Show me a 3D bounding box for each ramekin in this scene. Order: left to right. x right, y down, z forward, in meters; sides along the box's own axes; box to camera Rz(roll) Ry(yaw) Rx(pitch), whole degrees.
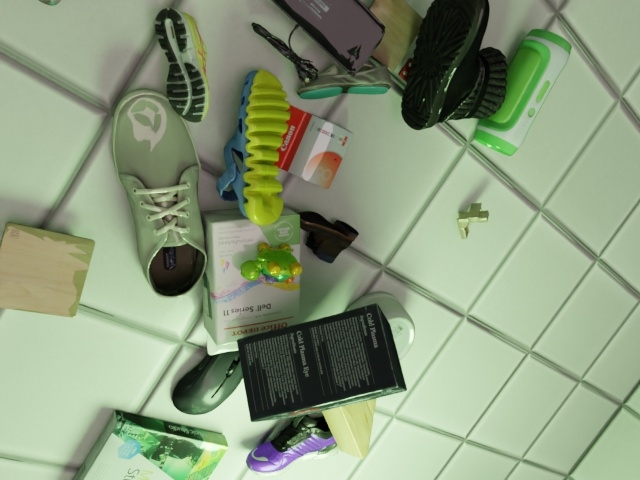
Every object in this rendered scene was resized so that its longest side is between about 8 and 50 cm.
[{"bbox_3d":[0.164,0.256,1.538,0.207,0.109,0.207,-11,117,-22],"label":"ramekin"}]

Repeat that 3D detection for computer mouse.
[{"bbox_3d":[-0.258,0.336,1.378,0.272,0.072,0.188,-50,126,2],"label":"computer mouse"}]

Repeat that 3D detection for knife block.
[{"bbox_3d":[0.049,0.453,1.529,0.242,0.088,0.276,20,77,-45],"label":"knife block"}]

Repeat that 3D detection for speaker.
[{"bbox_3d":[0.508,-0.371,1.405,0.131,0.131,0.297,19,104,-33],"label":"speaker"}]

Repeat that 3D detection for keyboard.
[{"bbox_3d":[-0.034,-0.449,1.111,0.317,0.033,0.201,38,97,-22],"label":"keyboard"}]

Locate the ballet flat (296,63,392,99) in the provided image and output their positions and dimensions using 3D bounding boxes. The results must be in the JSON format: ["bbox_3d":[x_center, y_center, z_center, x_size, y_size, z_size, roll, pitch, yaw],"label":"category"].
[{"bbox_3d":[0.050,-0.351,1.214,0.213,0.072,0.068,-6,86,-9],"label":"ballet flat"}]

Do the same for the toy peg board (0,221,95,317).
[{"bbox_3d":[-0.555,0.056,1.099,0.161,0.079,0.161,15,90,-33],"label":"toy peg board"}]

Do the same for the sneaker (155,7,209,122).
[{"bbox_3d":[-0.244,-0.331,1.055,0.081,0.094,0.209,3,115,15],"label":"sneaker"}]

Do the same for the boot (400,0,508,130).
[{"bbox_3d":[0.336,-0.411,1.239,0.260,0.131,0.348,-17,147,-29],"label":"boot"}]

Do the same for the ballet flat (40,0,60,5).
[{"bbox_3d":[-0.465,-0.486,0.872,0.076,0.079,0.222,-23,121,-15],"label":"ballet flat"}]

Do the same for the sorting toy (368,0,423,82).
[{"bbox_3d":[0.148,-0.462,1.223,0.274,0.046,0.132,27,99,-34],"label":"sorting toy"}]

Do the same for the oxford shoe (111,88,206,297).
[{"bbox_3d":[-0.312,-0.075,1.121,0.169,0.130,0.450,-10,116,-20],"label":"oxford shoe"}]

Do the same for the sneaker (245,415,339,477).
[{"bbox_3d":[-0.074,0.556,1.569,0.293,0.102,0.146,-6,113,-31],"label":"sneaker"}]

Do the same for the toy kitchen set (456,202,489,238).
[{"bbox_3d":[0.435,-0.055,1.559,0.068,0.083,0.075,-62,139,-43],"label":"toy kitchen set"}]

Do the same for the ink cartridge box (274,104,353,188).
[{"bbox_3d":[-0.028,-0.211,1.254,0.179,0.045,0.145,17,104,-35],"label":"ink cartridge box"}]

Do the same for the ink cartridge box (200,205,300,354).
[{"bbox_3d":[-0.158,0.109,1.264,0.207,0.119,0.354,-7,108,-25],"label":"ink cartridge box"}]

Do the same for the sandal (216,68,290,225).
[{"bbox_3d":[-0.150,-0.195,1.150,0.126,0.138,0.318,6,91,-54],"label":"sandal"}]

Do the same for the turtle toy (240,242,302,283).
[{"bbox_3d":[-0.104,0.055,1.163,0.130,0.095,0.066,2,123,-26],"label":"turtle toy"}]

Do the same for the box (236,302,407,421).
[{"bbox_3d":[0.020,0.292,1.276,0.312,0.179,0.343,-16,162,8],"label":"box"}]

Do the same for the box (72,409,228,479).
[{"bbox_3d":[-0.427,0.571,1.412,0.322,0.058,0.232,27,99,-35],"label":"box"}]

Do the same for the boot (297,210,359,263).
[{"bbox_3d":[0.000,0.000,1.329,0.219,0.082,0.106,15,114,-50],"label":"boot"}]
